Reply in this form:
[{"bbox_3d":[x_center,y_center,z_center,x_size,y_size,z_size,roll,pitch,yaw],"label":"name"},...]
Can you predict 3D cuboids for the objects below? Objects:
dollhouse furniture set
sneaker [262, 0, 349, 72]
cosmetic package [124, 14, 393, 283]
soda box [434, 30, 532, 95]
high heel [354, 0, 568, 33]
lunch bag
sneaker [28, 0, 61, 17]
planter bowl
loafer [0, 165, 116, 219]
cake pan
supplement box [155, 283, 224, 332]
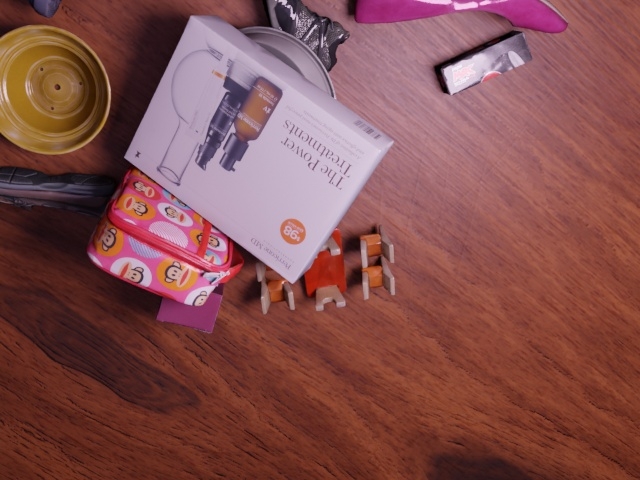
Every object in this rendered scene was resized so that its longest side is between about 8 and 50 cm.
[{"bbox_3d":[0.000,0.000,1.360,0.262,0.135,0.259,-8,119,-4],"label":"dollhouse furniture set"},{"bbox_3d":[-0.029,-0.398,1.237,0.130,0.087,0.228,-21,111,-1],"label":"sneaker"},{"bbox_3d":[-0.112,-0.153,1.173,0.377,0.097,0.284,36,117,6],"label":"cosmetic package"},{"bbox_3d":[0.306,-0.333,1.309,0.168,0.053,0.060,-24,108,2],"label":"soda box"},{"bbox_3d":[0.253,-0.414,1.261,0.377,0.127,0.181,23,117,-9],"label":"high heel"},{"bbox_3d":[-0.252,-0.007,1.222,0.258,0.293,0.120,28,110,-16],"label":"lunch bag"},{"bbox_3d":[-0.467,-0.534,1.134,0.131,0.112,0.319,9,98,-13],"label":"sneaker"},{"bbox_3d":[-0.473,-0.266,1.224,0.217,0.090,0.217,-2,108,-6],"label":"planter bowl"},{"bbox_3d":[-0.516,-0.081,1.278,0.267,0.096,0.084,4,112,-10],"label":"loafer"},{"bbox_3d":[-0.116,-0.226,1.233,0.293,0.054,0.293,6,109,18],"label":"cake pan"},{"bbox_3d":[-0.238,0.086,1.305,0.104,0.188,0.081,16,109,-11],"label":"supplement box"}]
